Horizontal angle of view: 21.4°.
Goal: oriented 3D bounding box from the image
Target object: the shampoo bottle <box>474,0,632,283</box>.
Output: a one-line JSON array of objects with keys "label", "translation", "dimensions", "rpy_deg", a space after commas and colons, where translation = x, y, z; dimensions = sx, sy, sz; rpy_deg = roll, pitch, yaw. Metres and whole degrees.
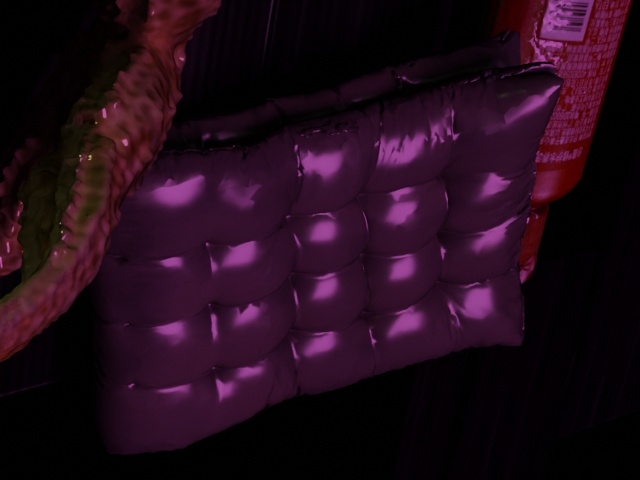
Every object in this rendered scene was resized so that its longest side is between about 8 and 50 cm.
[{"label": "shampoo bottle", "translation": [0.157, -0.121, 1.207], "dimensions": [0.118, 0.076, 0.314], "rpy_deg": [-10, 123, -39]}]

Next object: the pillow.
[{"label": "pillow", "translation": [0.000, 0.000, 1.102], "dimensions": [0.326, 0.101, 0.228], "rpy_deg": [-14, 125, -21]}]

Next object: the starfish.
[{"label": "starfish", "translation": [-0.117, -0.060, 0.855], "dimensions": [0.082, 0.324, 0.432], "rpy_deg": [27, 94, -18]}]
